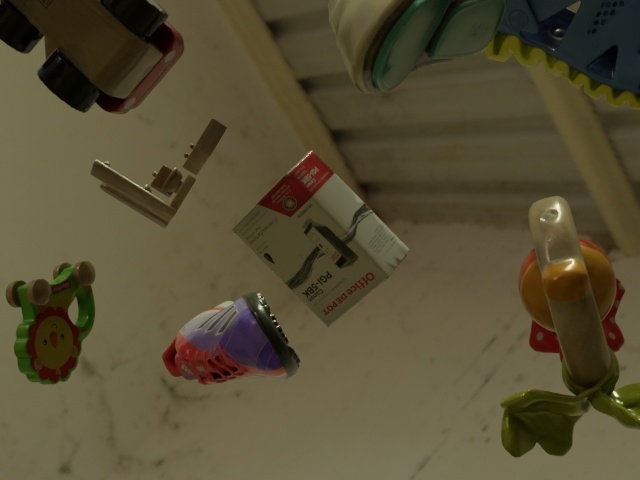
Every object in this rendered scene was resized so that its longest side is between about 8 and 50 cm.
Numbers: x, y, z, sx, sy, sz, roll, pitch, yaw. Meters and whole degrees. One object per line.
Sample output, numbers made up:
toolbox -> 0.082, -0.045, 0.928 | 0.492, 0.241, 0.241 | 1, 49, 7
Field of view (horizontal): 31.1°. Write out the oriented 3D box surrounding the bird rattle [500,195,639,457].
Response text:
bird rattle -> 0.223, 0.056, 0.975 | 0.143, 0.254, 0.207 | -8, -56, 18

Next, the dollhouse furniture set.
dollhouse furniture set -> -0.224, -0.115, 1.570 | 0.123, 0.151, 0.144 | 32, -17, -8

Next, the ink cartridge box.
ink cartridge box -> 0.000, 0.000, 1.087 | 0.135, 0.056, 0.099 | 45, -52, -3

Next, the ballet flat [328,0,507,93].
ballet flat -> 0.049, -0.145, 0.731 | 0.086, 0.248, 0.086 | 4, -79, 21

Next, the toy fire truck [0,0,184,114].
toy fire truck -> -0.234, -0.207, 1.121 | 0.217, 0.158, 0.246 | 43, 9, 9

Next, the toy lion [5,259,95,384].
toy lion -> -0.230, 0.074, 1.000 | 0.034, 0.100, 0.096 | -5, -78, 28

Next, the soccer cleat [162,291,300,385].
soccer cleat -> -0.110, 0.130, 1.347 | 0.109, 0.116, 0.318 | 63, -15, -4

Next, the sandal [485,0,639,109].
sandal -> 0.273, -0.231, 1.160 | 0.317, 0.126, 0.138 | 19, -42, 18
